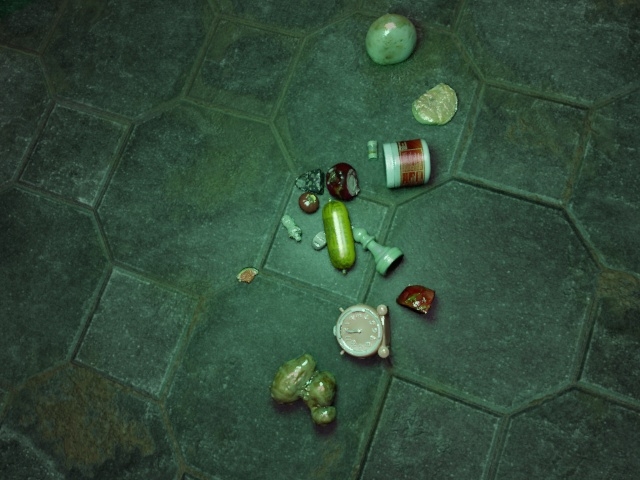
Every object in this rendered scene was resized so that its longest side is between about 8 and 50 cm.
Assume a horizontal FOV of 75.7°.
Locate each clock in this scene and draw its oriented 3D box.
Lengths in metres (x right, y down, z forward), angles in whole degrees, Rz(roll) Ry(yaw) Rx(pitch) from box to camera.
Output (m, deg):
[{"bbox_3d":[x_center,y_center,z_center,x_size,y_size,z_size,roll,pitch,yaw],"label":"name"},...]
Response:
[{"bbox_3d":[0.176,0.385,1.756,0.241,0.142,0.227,-5,78,16],"label":"clock"}]

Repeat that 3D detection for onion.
[{"bbox_3d":[0.075,-0.268,1.861,0.135,0.198,0.173,-9,80,36],"label":"onion"}]

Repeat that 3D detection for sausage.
[{"bbox_3d":[0.083,-0.023,1.836,0.123,0.123,0.347,-10,83,5],"label":"sausage"}]

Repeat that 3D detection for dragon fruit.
[{"bbox_3d":[0.406,0.240,1.741,0.127,0.161,0.121,25,85,0],"label":"dragon fruit"}]

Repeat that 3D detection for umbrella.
[{"bbox_3d":[-0.131,-0.057,1.907,0.067,0.062,0.143,-19,68,-29],"label":"umbrella"}]

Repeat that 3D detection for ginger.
[{"bbox_3d":[-0.047,0.621,1.719,0.304,0.155,0.245,29,82,12],"label":"ginger"}]

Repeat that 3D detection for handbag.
[{"bbox_3d":[-0.055,-0.274,1.934,0.139,0.072,0.115,-1,81,11],"label":"handbag"}]

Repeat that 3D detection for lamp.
[{"bbox_3d":[-0.054,-0.175,1.905,0.101,0.090,0.101,11,60,-19],"label":"lamp"}]

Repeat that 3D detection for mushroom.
[{"bbox_3d":[0.330,-0.969,1.954,0.243,0.243,0.244,-1,79,7],"label":"mushroom"}]

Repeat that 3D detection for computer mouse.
[{"bbox_3d":[-0.001,0.001,1.890,0.066,0.039,0.096,38,68,11],"label":"computer mouse"}]

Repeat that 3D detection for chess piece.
[{"bbox_3d":[0.230,0.021,1.827,0.139,0.139,0.271,-44,66,-2],"label":"chess piece"}]

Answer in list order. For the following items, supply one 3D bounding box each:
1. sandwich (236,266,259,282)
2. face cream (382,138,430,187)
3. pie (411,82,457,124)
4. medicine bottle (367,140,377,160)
[{"bbox_3d":[-0.339,0.159,1.910,0.069,0.026,0.101,43,90,8],"label":"sandwich"},{"bbox_3d":[0.377,-0.340,1.825,0.187,0.201,0.201,-6,79,6],"label":"face cream"},{"bbox_3d":[0.545,-0.630,1.936,0.218,0.052,0.185,-33,76,-2],"label":"pie"},{"bbox_3d":[0.244,-0.421,1.936,0.047,0.047,0.083,-3,79,6],"label":"medicine bottle"}]
